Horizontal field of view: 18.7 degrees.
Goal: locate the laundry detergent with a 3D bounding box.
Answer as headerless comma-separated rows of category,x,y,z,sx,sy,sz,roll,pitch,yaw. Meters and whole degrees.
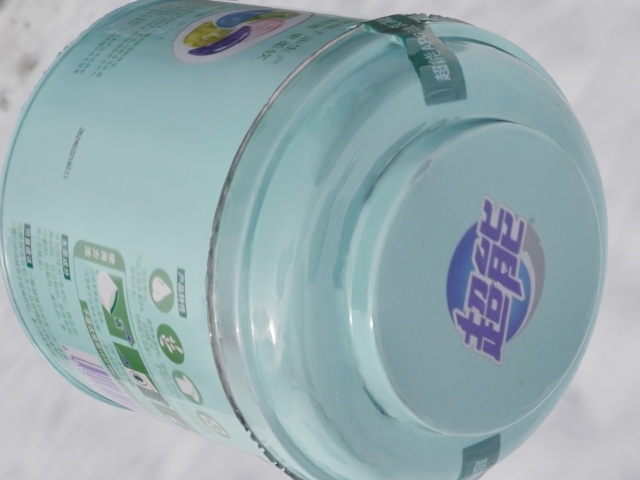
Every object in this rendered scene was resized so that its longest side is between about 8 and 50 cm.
laundry detergent,0.000,0.000,1.186,0.305,0.287,0.287,14,63,50
